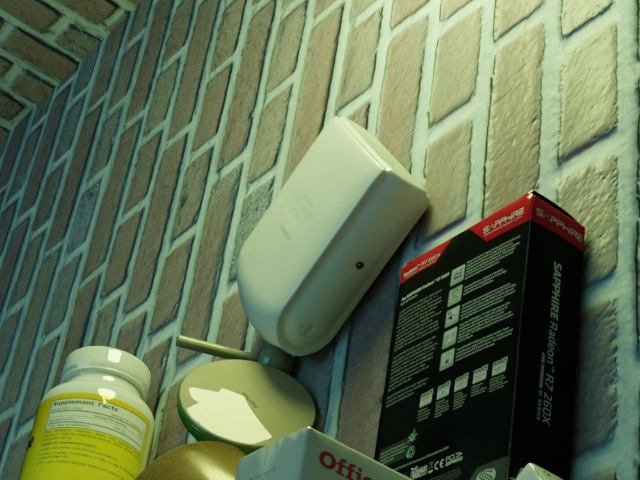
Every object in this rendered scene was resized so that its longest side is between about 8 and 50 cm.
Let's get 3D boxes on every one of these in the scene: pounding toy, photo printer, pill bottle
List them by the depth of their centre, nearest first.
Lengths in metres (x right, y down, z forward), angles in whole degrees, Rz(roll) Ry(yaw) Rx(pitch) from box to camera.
[{"bbox_3d":[-0.110,0.241,1.944,0.237,0.183,0.110,-106,25,-57],"label":"pounding toy"},{"bbox_3d":[0.000,0.000,2.022,0.307,0.107,0.256,-55,26,11],"label":"photo printer"},{"bbox_3d":[-0.359,0.338,2.227,0.188,0.188,0.334,-35,35,41],"label":"pill bottle"}]

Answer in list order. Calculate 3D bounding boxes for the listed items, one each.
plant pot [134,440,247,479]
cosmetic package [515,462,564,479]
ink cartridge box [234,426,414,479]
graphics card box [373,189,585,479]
[{"bbox_3d":[-0.085,0.384,1.681,0.254,0.237,0.237,19,80,50],"label":"plant pot"},{"bbox_3d":[0.164,0.431,1.295,0.377,0.097,0.284,-55,24,11],"label":"cosmetic package"},{"bbox_3d":[0.011,0.340,1.327,0.117,0.201,0.278,-34,35,43],"label":"ink cartridge box"},{"bbox_3d":[0.169,0.153,1.577,0.233,0.094,0.371,-32,36,44],"label":"graphics card box"}]
